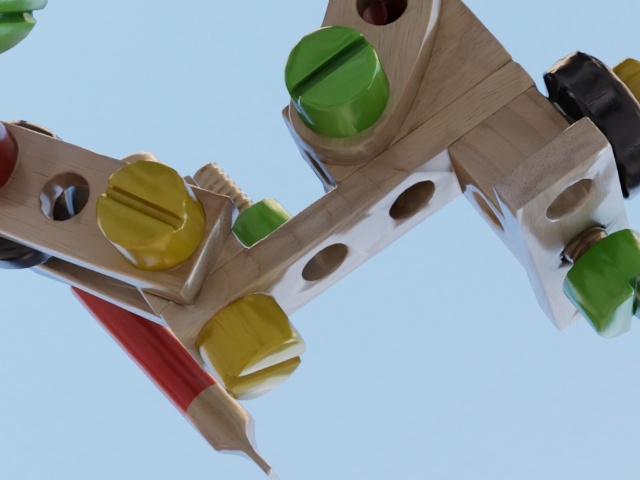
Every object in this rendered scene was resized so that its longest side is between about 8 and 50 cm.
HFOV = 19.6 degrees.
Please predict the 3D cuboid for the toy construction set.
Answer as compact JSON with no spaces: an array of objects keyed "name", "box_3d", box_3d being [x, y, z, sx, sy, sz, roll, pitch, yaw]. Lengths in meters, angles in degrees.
[{"name":"toy construction set","box_3d":[0.000,0.000,0.727,0.257,0.309,0.237,-31,-115,-29]}]
